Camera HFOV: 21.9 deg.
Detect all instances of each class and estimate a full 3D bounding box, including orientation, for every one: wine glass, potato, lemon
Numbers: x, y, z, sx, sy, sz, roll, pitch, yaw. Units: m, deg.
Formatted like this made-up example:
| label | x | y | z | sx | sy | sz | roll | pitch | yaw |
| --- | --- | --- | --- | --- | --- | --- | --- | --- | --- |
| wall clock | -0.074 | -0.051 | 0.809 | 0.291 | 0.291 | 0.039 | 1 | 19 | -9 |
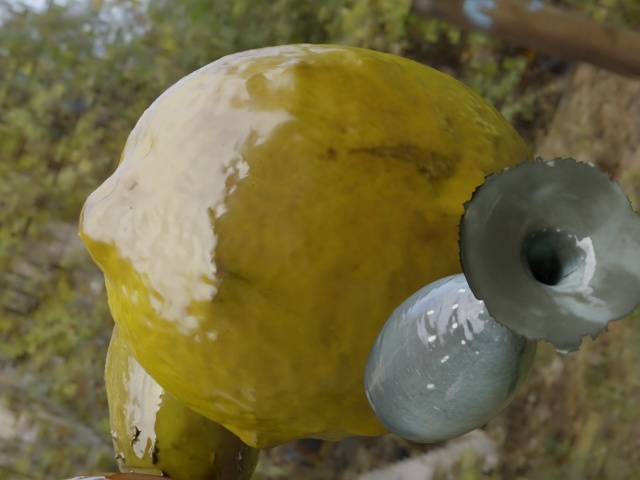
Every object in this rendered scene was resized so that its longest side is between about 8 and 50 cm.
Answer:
| label | x | y | z | sx | sy | sz | roll | pitch | yaw |
| --- | --- | --- | --- | --- | --- | --- | --- | --- | --- |
| wine glass | 0.055 | 0.032 | 0.594 | 0.198 | 0.066 | 0.066 | 120 | 170 | -70 |
| potato | -0.108 | 0.100 | 1.389 | 0.173 | 0.140 | 0.300 | -136 | 49 | -68 |
| lemon | 0.000 | 0.000 | 0.957 | 0.233 | 0.288 | 0.233 | -179 | 90 | -66 |

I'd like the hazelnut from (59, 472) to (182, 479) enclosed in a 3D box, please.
| label | x | y | z | sx | sy | sz | roll | pitch | yaw |
| --- | --- | --- | --- | --- | --- | --- | --- | --- | --- |
| hazelnut | -0.147 | 0.353 | 1.215 | 0.372 | 0.315 | 0.372 | -25 | -49 | -33 |
